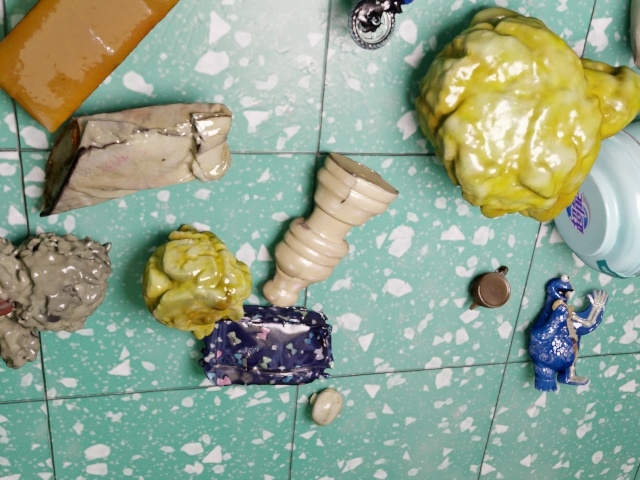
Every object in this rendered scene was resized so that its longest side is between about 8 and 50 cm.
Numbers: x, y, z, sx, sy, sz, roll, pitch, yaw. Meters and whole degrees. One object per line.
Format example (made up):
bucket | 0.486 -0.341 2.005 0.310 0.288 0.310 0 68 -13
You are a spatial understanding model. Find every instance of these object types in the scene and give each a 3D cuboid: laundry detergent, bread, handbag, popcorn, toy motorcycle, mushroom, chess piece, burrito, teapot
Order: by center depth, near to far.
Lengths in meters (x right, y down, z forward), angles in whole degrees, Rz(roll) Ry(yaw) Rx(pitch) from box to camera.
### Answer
bread | -0.330 -0.337 0.956 0.361 0.077 0.138 -44 119 7
toy motorcycle | 0.085 -0.464 0.997 0.169 0.113 0.315 -22 111 -16
burrito | -0.304 -0.140 1.029 0.348 0.107 0.175 -13 142 -5
popcorn | 0.332 -0.212 1.080 0.334 0.293 0.292 25 138 -20
popcorn | -0.215 0.078 1.125 0.187 0.167 0.185 36 104 -13
chess piece | 0.000 0.000 1.196 0.139 0.124 0.307 7 121 -54
laundry detergent | 0.619 -0.087 1.217 0.305 0.287 0.287 -13 117 -10
handbag | -0.104 0.206 1.258 0.260 0.113 0.162 2 105 -14
teapot | 0.356 0.099 1.362 0.076 0.068 0.121 39 78 -6
mushroom | 0.009 0.355 1.383 0.067 0.083 0.083 23 112 19

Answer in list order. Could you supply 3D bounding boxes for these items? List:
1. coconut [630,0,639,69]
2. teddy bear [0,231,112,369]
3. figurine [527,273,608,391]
coconut | 0.660 -0.382 1.122 0.266 0.237 0.237 -31 119 -5
teddy bear | -0.518 0.084 1.036 0.368 0.224 0.357 -9 131 -14
figurine | 0.525 0.202 1.435 0.164 0.121 0.262 8 95 -26
